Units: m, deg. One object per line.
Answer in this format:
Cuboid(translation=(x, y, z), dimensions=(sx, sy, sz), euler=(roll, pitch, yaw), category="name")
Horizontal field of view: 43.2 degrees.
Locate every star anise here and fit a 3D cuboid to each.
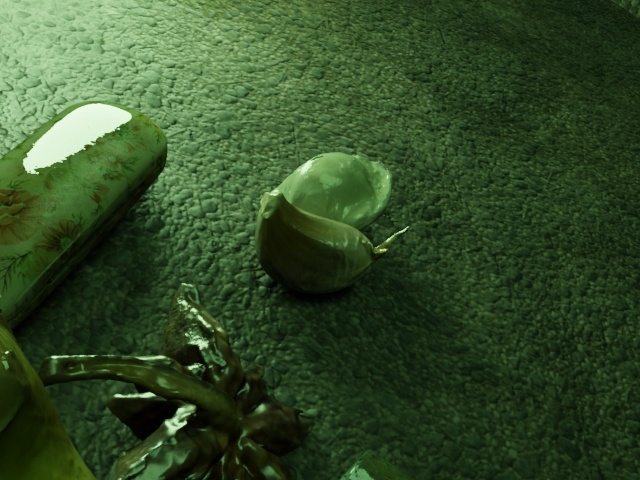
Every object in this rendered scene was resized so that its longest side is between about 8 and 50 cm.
Cuboid(translation=(-0.109, 0.189, 0.807), dimensions=(0.349, 0.109, 0.292), euler=(52, 18, -15), category="star anise")

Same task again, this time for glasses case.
Cuboid(translation=(-0.337, -0.042, 0.986), dimensions=(0.156, 0.098, 0.425), euler=(24, 43, 6), category="glasses case")

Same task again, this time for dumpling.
Cuboid(translation=(0.016, -0.055, 1.169), dimensions=(0.199, 0.118, 0.136), euler=(-15, 61, -2), category="dumpling")

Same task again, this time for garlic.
Cuboid(translation=(0.006, 0.010, 1.083), dimensions=(0.198, 0.128, 0.090), euler=(17, 28, -7), category="garlic")

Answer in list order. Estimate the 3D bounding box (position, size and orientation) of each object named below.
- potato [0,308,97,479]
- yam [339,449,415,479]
Cuboid(translation=(-0.213, 0.242, 0.566), dimensions=(0.296, 0.397, 0.290), euler=(28, 24, 8), category="potato")
Cuboid(translation=(0.121, 0.327, 0.855), dimensions=(0.259, 0.106, 0.106), euler=(36, 44, 8), category="yam")
